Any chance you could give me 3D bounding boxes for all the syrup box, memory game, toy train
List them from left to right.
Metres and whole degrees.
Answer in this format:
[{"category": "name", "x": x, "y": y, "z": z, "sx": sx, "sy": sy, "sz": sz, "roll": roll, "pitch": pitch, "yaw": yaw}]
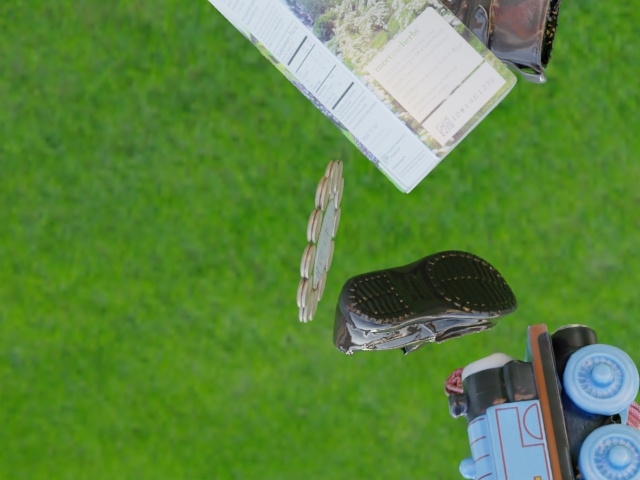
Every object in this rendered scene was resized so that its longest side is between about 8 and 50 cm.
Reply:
[{"category": "memory game", "x": 0.000, "y": 0.000, "z": 1.905, "sx": 0.012, "sy": 0.186, "sz": 0.186, "roll": 11, "pitch": 143, "yaw": 7}, {"category": "syrup box", "x": 0.022, "y": -0.158, "z": 1.301, "sx": 0.237, "sy": 0.093, "sz": 0.096, "roll": 44, "pitch": 161, "yaw": 1}, {"category": "toy train", "x": 0.131, "y": 0.135, "z": 0.972, "sx": 0.105, "sy": 0.184, "sz": 0.080, "roll": -7, "pitch": 155, "yaw": -1}]

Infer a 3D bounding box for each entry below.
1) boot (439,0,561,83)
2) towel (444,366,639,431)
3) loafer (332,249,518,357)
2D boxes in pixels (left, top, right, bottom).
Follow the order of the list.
[{"category": "boot", "x": 0.146, "y": -0.278, "z": 1.789, "sx": 0.229, "sy": 0.262, "sz": 0.091, "roll": -2, "pitch": 165, "yaw": 24}, {"category": "towel", "x": 0.256, "y": 0.213, "z": 1.338, "sx": 0.329, "sy": 0.037, "sz": 0.237, "roll": 43, "pitch": 164, "yaw": -13}, {"category": "loafer", "x": 0.093, "y": 0.064, "z": 1.672, "sx": 0.220, "sy": 0.080, "sz": 0.078, "roll": -3, "pitch": 144, "yaw": -38}]
